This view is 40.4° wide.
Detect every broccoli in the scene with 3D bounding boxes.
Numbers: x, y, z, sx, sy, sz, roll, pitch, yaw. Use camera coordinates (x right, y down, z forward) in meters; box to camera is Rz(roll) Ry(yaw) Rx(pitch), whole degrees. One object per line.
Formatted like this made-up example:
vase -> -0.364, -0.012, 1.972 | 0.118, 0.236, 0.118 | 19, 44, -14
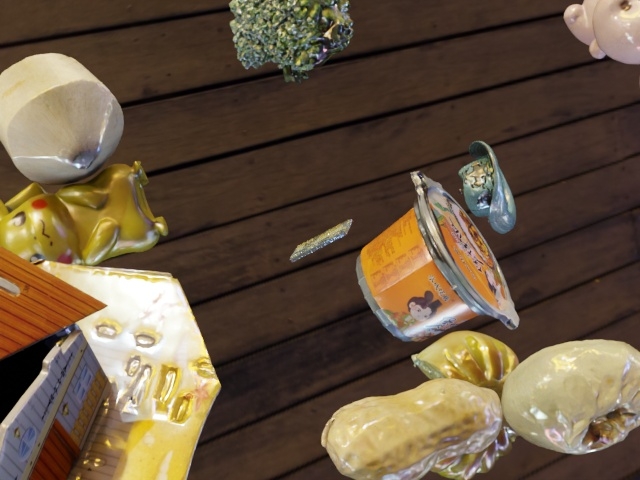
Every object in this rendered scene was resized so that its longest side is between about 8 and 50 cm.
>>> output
broccoli -> -0.055, -0.514, 1.836 | 0.317, 0.277, 0.339 | 62, 35, -61

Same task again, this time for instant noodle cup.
instant noodle cup -> 0.122, 0.039, 1.014 | 0.208, 0.125, 0.177 | 62, 22, 14

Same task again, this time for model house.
model house -> -0.163, 0.066, 0.403 | 0.207, 0.136, 0.219 | 13, 60, 9

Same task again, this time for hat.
hat -> 0.266, -0.086, 1.428 | 0.191, 0.077, 0.138 | 44, 33, -60

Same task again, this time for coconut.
coconut -> -0.441, -0.198, 1.468 | 0.202, 0.222, 0.202 | -29, 143, -25

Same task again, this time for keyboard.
keyboard -> 0.001, 0.001, 1.985 | 0.014, 0.176, 0.055 | 50, 40, -17

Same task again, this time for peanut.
peanut -> 0.155, 0.300, 1.380 | 0.313, 0.149, 0.149 | -15, 102, -25

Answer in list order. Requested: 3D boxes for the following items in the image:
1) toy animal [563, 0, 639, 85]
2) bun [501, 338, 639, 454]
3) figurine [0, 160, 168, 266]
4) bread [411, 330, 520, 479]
toy animal -> 0.373, -0.254, 1.008 | 0.124, 0.212, 0.124 | -4, 118, -7
bun -> 0.367, 0.233, 1.219 | 0.222, 0.222, 0.128 | 17, 47, -27
figurine -> -0.442, -0.028, 1.525 | 0.326, 0.169, 0.218 | -21, 86, -21
bread -> 0.334, 0.368, 1.939 | 0.332, 0.160, 0.333 | 2, 83, -20
